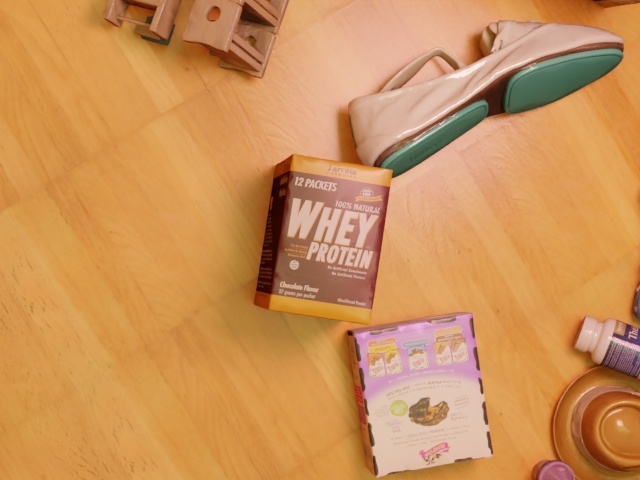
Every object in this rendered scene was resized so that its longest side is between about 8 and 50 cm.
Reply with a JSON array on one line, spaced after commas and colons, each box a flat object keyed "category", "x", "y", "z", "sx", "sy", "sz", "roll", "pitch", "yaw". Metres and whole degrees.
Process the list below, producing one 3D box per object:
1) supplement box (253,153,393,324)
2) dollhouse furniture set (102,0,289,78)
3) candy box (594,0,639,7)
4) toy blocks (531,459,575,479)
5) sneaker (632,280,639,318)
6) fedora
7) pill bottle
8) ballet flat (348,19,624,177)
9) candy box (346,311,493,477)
[{"category": "supplement box", "x": 0.000, "y": 0.000, "z": 1.748, "sx": 0.129, "sy": 0.191, "sz": 0.194, "roll": 9, "pitch": 88, "yaw": -8}, {"category": "dollhouse furniture set", "x": -0.158, "y": -0.311, "z": 1.779, "sx": 0.183, "sy": 0.129, "sz": 0.129, "roll": 18, "pitch": 86, "yaw": 22}, {"category": "candy box", "x": 0.305, "y": -0.429, "z": 1.754, "sx": 0.317, "sy": 0.268, "sz": 0.122, "roll": 28, "pitch": 93, "yaw": -7}, {"category": "toy blocks", "x": 0.325, "y": 0.462, "z": 1.762, "sx": 0.309, "sy": 0.260, "sz": 0.288, "roll": 45, "pitch": 85, "yaw": -6}, {"category": "sneaker", "x": 0.478, "y": 0.041, "z": 1.869, "sx": 0.126, "sy": 0.091, "sz": 0.240, "roll": -26, "pitch": 95, "yaw": -7}, {"category": "fedora", "x": 0.419, "y": 0.263, "z": 1.866, "sx": 0.194, "sy": 0.079, "sz": 0.194, "roll": 0, "pitch": 90, "yaw": -9}, {"category": "pill bottle", "x": 0.412, "y": 0.146, "z": 1.866, "sx": 0.120, "sy": 0.067, "sz": 0.067, "roll": 20, "pitch": 87, "yaw": 7}, {"category": "ballet flat", "x": 0.214, "y": -0.220, "z": 1.819, "sx": 0.400, "sy": 0.139, "sz": 0.139, "roll": -26, "pitch": 94, "yaw": -10}, {"category": "candy box", "x": 0.133, "y": 0.205, "z": 1.829, "sx": 0.164, "sy": 0.070, "sz": 0.196, "roll": -8, "pitch": 91, "yaw": -8}]
